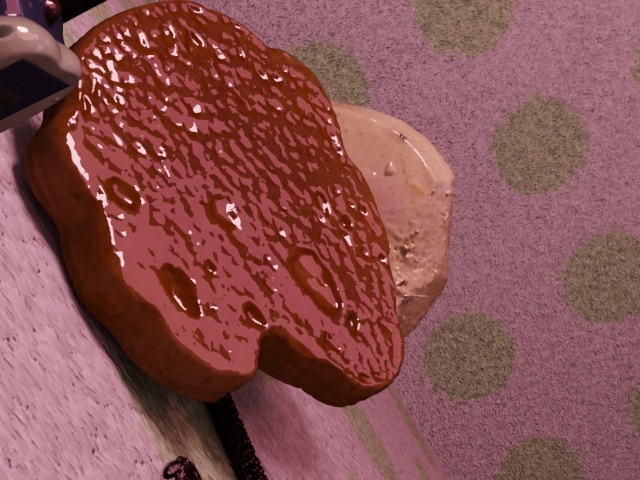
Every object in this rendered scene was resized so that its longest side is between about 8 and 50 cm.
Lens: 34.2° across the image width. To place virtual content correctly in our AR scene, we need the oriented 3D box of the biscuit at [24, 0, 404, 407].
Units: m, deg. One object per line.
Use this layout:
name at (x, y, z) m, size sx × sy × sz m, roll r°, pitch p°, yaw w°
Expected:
biscuit at (-0.068, -0.025, 0.864) m, size 0.381 × 0.074 × 0.359 m, roll 58°, pitch 40°, yaw -2°

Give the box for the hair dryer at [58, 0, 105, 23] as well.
hair dryer at (-0.230, -0.157, 0.795) m, size 0.071 × 0.124 × 0.219 m, roll 54°, pitch 23°, yaw -37°

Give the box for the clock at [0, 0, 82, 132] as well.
clock at (-0.235, -0.182, 0.603) m, size 0.199 × 0.146 × 0.243 m, roll 14°, pitch 52°, yaw -79°

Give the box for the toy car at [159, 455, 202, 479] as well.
toy car at (-0.086, 0.170, 0.645) m, size 0.041 × 0.025 × 0.093 m, roll 60°, pitch 6°, yaw -23°

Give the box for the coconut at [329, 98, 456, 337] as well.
coconut at (0.000, 0.000, 1.115) m, size 0.297 × 0.297 × 0.254 m, roll 60°, pitch -5°, yaw 13°

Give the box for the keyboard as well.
keyboard at (-0.062, 0.192, 0.894) m, size 0.204 × 0.013 × 0.061 m, roll 61°, pitch 5°, yaw 28°
